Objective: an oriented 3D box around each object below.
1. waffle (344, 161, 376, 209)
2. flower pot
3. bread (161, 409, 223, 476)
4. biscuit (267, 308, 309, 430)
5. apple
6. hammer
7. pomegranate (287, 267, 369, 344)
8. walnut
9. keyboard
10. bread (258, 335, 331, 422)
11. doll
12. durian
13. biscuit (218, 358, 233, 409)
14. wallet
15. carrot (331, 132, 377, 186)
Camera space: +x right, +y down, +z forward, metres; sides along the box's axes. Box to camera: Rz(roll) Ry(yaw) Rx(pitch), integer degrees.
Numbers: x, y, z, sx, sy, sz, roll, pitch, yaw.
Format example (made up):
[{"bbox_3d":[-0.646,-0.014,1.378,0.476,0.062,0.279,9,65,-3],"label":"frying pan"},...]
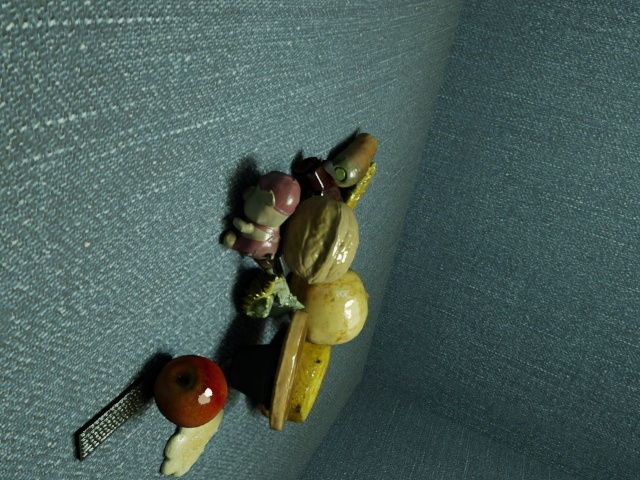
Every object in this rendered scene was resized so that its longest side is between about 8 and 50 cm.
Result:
[{"bbox_3d":[0.144,-0.192,2.271,0.281,0.058,0.300,-59,178,38],"label":"waffle"},{"bbox_3d":[-0.214,0.438,1.853,0.235,0.148,0.235,10,90,-83],"label":"flower pot"},{"bbox_3d":[-0.396,0.611,1.702,0.250,0.039,0.181,-55,154,-20],"label":"bread"},{"bbox_3d":[-0.107,0.413,1.808,0.365,0.062,0.384,71,32,-82],"label":"biscuit"},{"bbox_3d":[-0.327,0.378,1.401,0.181,0.181,0.168,-56,159,-35],"label":"apple"},{"bbox_3d":[-0.068,-0.056,1.719,0.408,0.095,0.242,-54,130,-35],"label":"hammer"},{"bbox_3d":[0.036,0.226,2.092,0.342,0.343,0.342,-55,157,-37],"label":"pomegranate"},{"bbox_3d":[0.000,0.000,1.595,0.225,0.225,0.260,46,60,-70],"label":"walnut"},{"bbox_3d":[-0.464,0.395,1.337,0.310,0.018,0.100,-42,148,-55],"label":"keyboard"},{"bbox_3d":[-0.105,0.542,2.220,0.398,0.216,0.397,19,90,-77],"label":"bread"},{"bbox_3d":[-0.151,-0.077,1.507,0.255,0.152,0.196,-60,-162,21],"label":"doll"},{"bbox_3d":[-0.155,0.177,1.740,0.172,0.167,0.306,-59,166,-22],"label":"durian"},{"bbox_3d":[-0.339,0.505,1.806,0.131,0.025,0.230,-32,140,-62],"label":"biscuit"},{"bbox_3d":[-0.056,-0.078,1.885,0.406,0.062,0.228,-55,150,-38],"label":"wallet"},{"bbox_3d":[0.131,-0.302,2.093,0.302,0.139,0.138,-50,154,-45],"label":"carrot"}]
